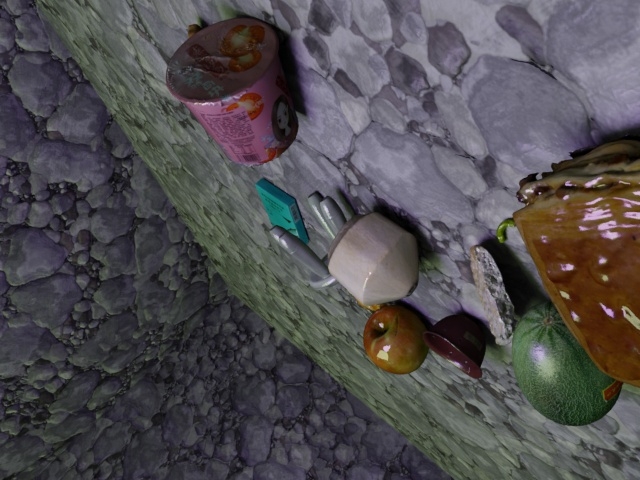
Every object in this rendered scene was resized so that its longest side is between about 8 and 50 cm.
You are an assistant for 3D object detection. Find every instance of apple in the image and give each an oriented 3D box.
[{"bbox_3d":[0.226,0.294,1.553,0.196,0.196,0.196,40,160,18],"label":"apple"}]

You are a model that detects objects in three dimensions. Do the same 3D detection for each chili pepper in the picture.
[{"bbox_3d":[0.332,-0.019,0.947,0.030,0.017,0.083,38,163,22],"label":"chili pepper"}]

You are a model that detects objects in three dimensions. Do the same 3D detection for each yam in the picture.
[{"bbox_3d":[0.135,0.202,1.803,0.234,0.027,0.029,46,-169,1],"label":"yam"}]

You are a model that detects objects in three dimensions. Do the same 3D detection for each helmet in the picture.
[{"bbox_3d":[0.353,0.249,1.308,0.175,0.106,0.155,44,163,0],"label":"helmet"}]

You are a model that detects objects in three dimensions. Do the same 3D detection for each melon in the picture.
[{"bbox_3d":[0.444,0.229,0.957,0.182,0.182,0.288,26,150,46],"label":"melon"}]

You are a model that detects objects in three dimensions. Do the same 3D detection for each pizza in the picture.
[{"bbox_3d":[0.143,0.167,1.687,0.175,0.046,0.134,45,161,5],"label":"pizza"}]

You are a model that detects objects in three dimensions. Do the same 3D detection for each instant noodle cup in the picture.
[{"bbox_3d":[-0.167,-0.303,1.134,0.243,0.243,0.231,35,165,32],"label":"instant noodle cup"}]

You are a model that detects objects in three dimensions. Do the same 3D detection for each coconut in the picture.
[{"bbox_3d":[0.135,0.050,1.237,0.222,0.202,0.202,41,161,26],"label":"coconut"}]

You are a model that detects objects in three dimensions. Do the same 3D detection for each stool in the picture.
[{"bbox_3d":[0.000,0.000,1.414,0.199,0.195,0.195,52,174,-18],"label":"stool"}]

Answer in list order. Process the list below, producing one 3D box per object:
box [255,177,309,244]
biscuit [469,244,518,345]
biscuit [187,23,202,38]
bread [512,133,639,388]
[{"bbox_3d":[-0.123,-0.087,1.749,0.161,0.042,0.226,36,158,31],"label":"box"},{"bbox_3d":[0.344,0.118,1.049,0.188,0.040,0.265,-102,-11,-54],"label":"biscuit"},{"bbox_3d":[-0.275,-0.399,1.274,0.144,0.040,0.236,-31,-75,-87],"label":"biscuit"},{"bbox_3d":[0.412,0.026,0.634,0.325,0.167,0.277,59,160,-9],"label":"bread"}]
